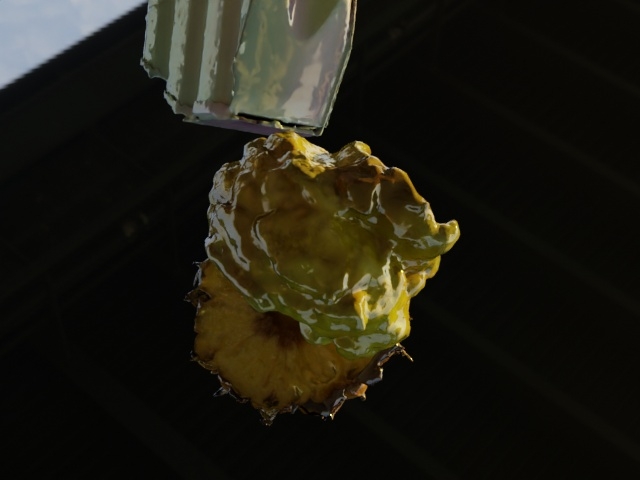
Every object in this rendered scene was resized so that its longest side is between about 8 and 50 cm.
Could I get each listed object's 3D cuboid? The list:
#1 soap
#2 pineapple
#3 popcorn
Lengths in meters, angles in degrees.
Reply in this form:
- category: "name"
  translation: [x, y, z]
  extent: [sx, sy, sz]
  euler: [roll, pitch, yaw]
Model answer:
- category: "soap"
  translation: [-0.081, -0.351, 1.292]
  extent: [0.156, 0.261, 0.446]
  euler: [8, -95, -41]
- category: "pineapple"
  translation: [-0.021, 0.072, 1.011]
  extent: [0.224, 0.076, 0.225]
  euler: [-3, -108, 9]
- category: "popcorn"
  translation: [0.003, -0.004, 0.846]
  extent: [0.197, 0.197, 0.156]
  euler: [31, -95, 21]
